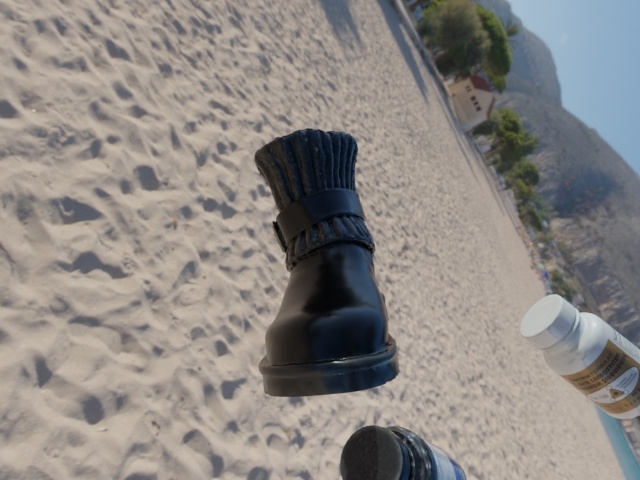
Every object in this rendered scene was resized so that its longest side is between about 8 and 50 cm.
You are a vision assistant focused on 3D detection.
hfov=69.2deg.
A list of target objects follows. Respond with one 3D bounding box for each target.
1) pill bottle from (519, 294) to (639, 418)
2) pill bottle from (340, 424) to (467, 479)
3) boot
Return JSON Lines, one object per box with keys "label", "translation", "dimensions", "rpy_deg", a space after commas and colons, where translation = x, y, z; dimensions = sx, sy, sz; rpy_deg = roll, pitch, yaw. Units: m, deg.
{"label": "pill bottle", "translation": [0.497, 0.210, 0.864], "dimensions": [0.229, 0.131, 0.131], "rpy_deg": [38, 24, -1]}
{"label": "pill bottle", "translation": [0.123, 0.344, 0.675], "dimensions": [0.219, 0.122, 0.123], "rpy_deg": [44, 29, -41]}
{"label": "boot", "translation": [-0.004, 0.001, 0.516], "dimensions": [0.348, 0.131, 0.260], "rpy_deg": [-38, 118, -83]}
